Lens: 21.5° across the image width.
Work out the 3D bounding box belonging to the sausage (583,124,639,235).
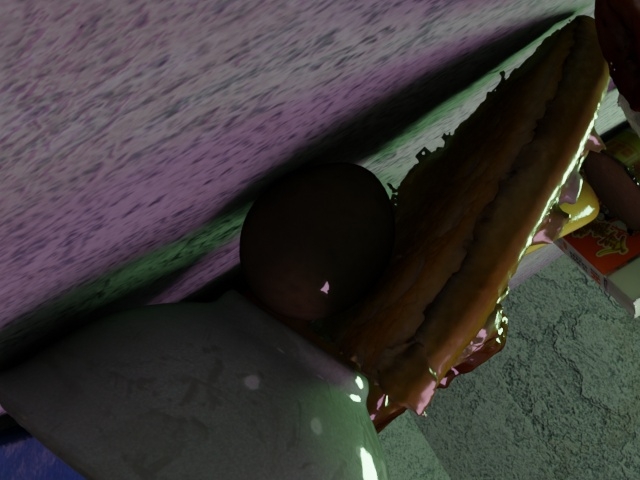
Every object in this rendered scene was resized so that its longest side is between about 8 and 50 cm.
[{"bbox_3d":[0.474,-0.127,2.063,0.317,0.117,0.125,-29,136,-18],"label":"sausage"}]

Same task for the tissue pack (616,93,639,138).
[{"bbox_3d":[0.401,-0.176,1.582,0.226,0.092,0.183,-33,173,-4],"label":"tissue pack"}]

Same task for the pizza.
[{"bbox_3d":[0.098,0.000,1.126,0.323,0.089,0.223,-58,-168,-29],"label":"pizza"}]

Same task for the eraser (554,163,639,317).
[{"bbox_3d":[0.378,-0.017,2.087,0.157,0.230,0.038,-30,137,-14],"label":"eraser"}]

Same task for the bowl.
[{"bbox_3d":[-0.054,0.121,1.123,0.146,0.313,0.313,-57,174,-5],"label":"bowl"}]

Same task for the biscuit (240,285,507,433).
[{"bbox_3d":[-0.011,0.109,1.462,0.342,0.166,0.395,-34,174,3],"label":"biscuit"}]

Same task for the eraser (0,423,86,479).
[{"bbox_3d":[-0.237,0.218,1.372,0.042,0.144,0.312,6,-177,16],"label":"eraser"}]

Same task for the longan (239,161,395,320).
[{"bbox_3d":[0.000,0.000,1.082,0.113,0.092,0.113,-41,156,-23],"label":"longan"}]

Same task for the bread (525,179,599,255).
[{"bbox_3d":[0.217,-0.013,1.955,0.239,0.074,0.092,-25,-174,-35],"label":"bread"}]

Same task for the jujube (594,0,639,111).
[{"bbox_3d":[0.314,-0.152,1.010,0.290,0.197,0.197,-16,171,-5],"label":"jujube"}]
